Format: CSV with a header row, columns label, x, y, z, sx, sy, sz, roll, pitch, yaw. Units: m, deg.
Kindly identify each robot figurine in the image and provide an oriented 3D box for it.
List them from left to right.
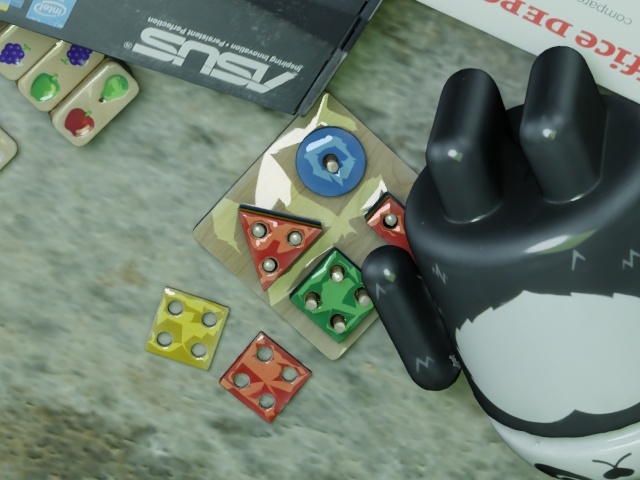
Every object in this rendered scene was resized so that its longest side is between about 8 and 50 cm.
label,x,y,z,sx,sy,sz,roll,pitch,yaw
robot figurine,0.154,0.024,1.022,0.173,0.209,0.278,-39,123,-22

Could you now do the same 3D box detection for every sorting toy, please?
label,x,y,z,sx,sy,sz,roll,pitch,yaw
sorting toy,0.000,0.000,1.099,0.132,0.046,0.274,43,96,-8

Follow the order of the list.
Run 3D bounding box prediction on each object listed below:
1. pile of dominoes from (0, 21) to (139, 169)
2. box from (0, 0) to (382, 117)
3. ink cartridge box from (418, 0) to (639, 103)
label,x,y,z,sx,sy,sz,roll,pitch,yaw
pile of dominoes,-0.212,-0.170,1.027,0.196,0.040,0.251,-44,117,4
box,-0.115,-0.257,0.895,0.395,0.097,0.318,17,133,-22
ink cartridge box,0.203,-0.228,0.961,0.207,0.117,0.283,24,134,-6
